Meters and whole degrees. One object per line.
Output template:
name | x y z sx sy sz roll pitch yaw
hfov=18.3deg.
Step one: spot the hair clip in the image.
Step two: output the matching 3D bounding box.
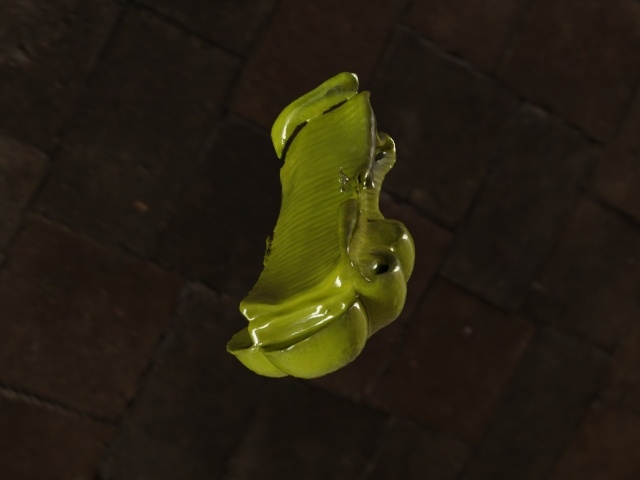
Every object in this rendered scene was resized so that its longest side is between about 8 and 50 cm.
hair clip | 0.000 0.000 0.745 0.072 0.173 0.046 -30 114 15
